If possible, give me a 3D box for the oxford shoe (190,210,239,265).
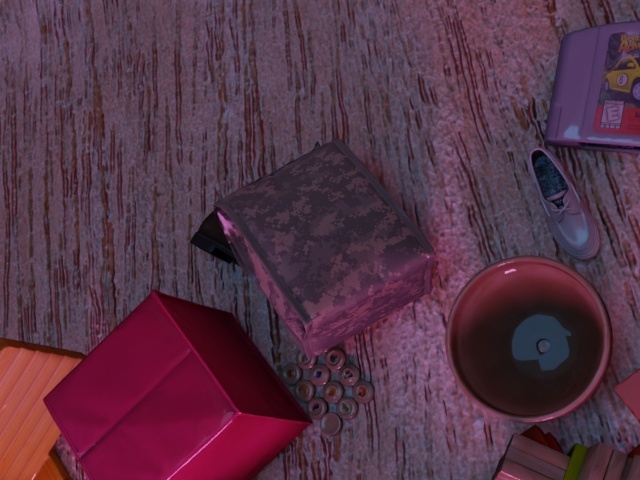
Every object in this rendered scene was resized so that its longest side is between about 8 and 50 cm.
[{"bbox_3d":[-0.110,0.006,1.912,0.227,0.083,0.096,25,83,26],"label":"oxford shoe"}]

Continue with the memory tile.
[{"bbox_3d":[0.009,0.228,1.840,0.113,0.012,0.148,-46,64,10],"label":"memory tile"}]

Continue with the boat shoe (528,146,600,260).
[{"bbox_3d":[0.358,-0.058,1.706,0.066,0.063,0.184,-22,69,20],"label":"boat shoe"}]

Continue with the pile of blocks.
[{"bbox_3d":[0.409,0.330,1.561,0.362,0.149,0.112,12,63,29],"label":"pile of blocks"}]

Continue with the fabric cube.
[{"bbox_3d":[-0.223,0.268,1.807,0.258,0.254,0.259,-45,63,11],"label":"fabric cube"}]

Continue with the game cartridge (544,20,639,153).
[{"bbox_3d":[0.486,-0.224,1.690,0.294,0.060,0.196,7,77,27],"label":"game cartridge"}]

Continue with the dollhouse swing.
[{"bbox_3d":[-0.469,0.381,1.850,0.305,0.347,0.315,-44,64,10],"label":"dollhouse swing"}]

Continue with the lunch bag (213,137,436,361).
[{"bbox_3d":[0.000,0.000,1.775,0.235,0.169,0.287,-29,66,-13],"label":"lunch bag"}]

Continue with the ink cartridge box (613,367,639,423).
[{"bbox_3d":[0.509,0.230,1.577,0.145,0.045,0.179,-40,67,12],"label":"ink cartridge box"}]

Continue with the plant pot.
[{"bbox_3d":[0.308,0.147,1.657,0.237,0.110,0.237,-7,74,25],"label":"plant pot"}]
